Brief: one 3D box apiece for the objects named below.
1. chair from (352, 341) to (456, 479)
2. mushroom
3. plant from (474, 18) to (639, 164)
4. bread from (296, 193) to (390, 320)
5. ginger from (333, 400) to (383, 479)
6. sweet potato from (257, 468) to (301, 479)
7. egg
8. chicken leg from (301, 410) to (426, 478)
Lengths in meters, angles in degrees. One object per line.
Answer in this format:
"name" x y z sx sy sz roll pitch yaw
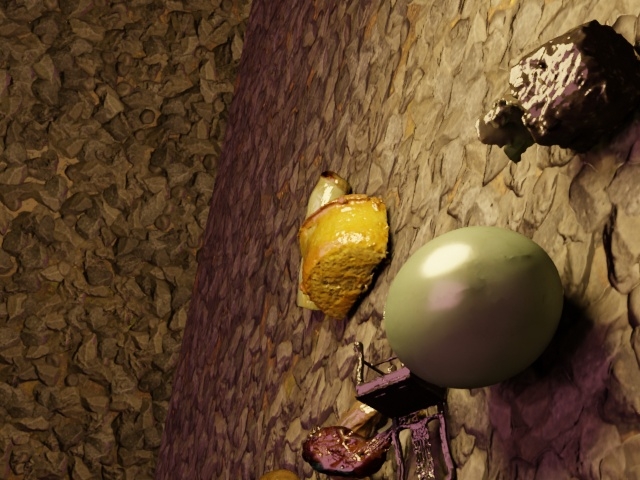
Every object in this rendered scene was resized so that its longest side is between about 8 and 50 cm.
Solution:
"chair" 0.126 0.257 1.326 0.106 0.113 0.229 -28 45 30
"mushroom" 0.000 0.000 1.938 0.100 0.081 0.312 -173 93 -77
"plant" 0.298 -0.175 1.107 0.203 0.142 0.131 -36 61 57
"bread" 0.028 0.026 1.741 0.260 0.147 0.160 122 156 -45
"ginger" 0.050 0.405 1.525 0.122 0.084 0.290 168 114 -71
"sweet potato" -0.124 0.605 1.835 0.130 0.131 0.422 -99 27 -47
"egg" 0.192 0.088 1.139 0.283 0.203 0.202 146 134 -59
"chicken leg" 0.068 0.335 1.451 0.253 0.051 0.105 -26 61 33
